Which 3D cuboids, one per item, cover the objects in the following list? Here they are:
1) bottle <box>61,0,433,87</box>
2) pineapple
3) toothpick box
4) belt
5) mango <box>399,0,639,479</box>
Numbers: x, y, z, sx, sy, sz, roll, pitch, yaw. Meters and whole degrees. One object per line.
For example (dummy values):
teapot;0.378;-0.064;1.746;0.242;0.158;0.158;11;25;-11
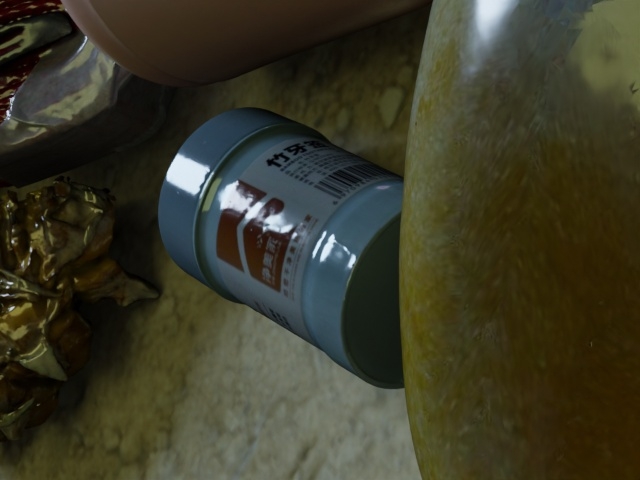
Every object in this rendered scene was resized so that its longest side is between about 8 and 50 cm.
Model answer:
bottle;0.016;-0.176;0.829;0.297;0.173;0.206;-14;102;41
pineapple;-0.248;0.058;1.034;0.334;0.158;0.161;-12;73;43
toothpick box;0.000;0.000;0.835;0.153;0.101;0.101;27;100;46
belt;-0.179;-0.105;0.996;0.201;0.124;0.128;-19;83;9
mango;0.135;-0.036;0.634;0.221;0.199;0.384;14;92;45
